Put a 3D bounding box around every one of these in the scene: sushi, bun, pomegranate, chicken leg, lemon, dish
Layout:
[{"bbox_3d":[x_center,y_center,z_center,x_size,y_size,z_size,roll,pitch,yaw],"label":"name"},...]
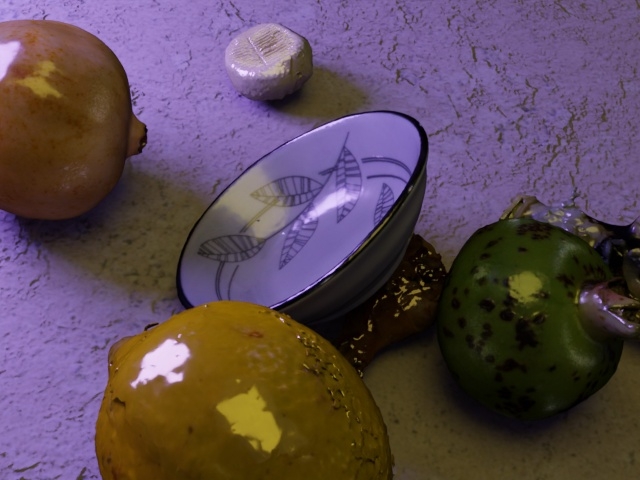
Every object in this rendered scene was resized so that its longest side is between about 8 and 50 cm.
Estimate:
[{"bbox_3d":[0.333,0.012,1.509,0.291,0.131,0.139,15,48,33],"label":"sushi"},{"bbox_3d":[-0.063,-0.217,1.679,0.115,0.069,0.115,-10,45,10],"label":"bun"},{"bbox_3d":[-0.312,-0.132,1.489,0.233,0.233,0.233,4,52,-5],"label":"pomegranate"},{"bbox_3d":[0.053,0.091,1.451,0.107,0.087,0.251,18,54,35],"label":"chicken leg"},{"bbox_3d":[0.236,0.077,1.386,0.211,0.263,0.211,13,70,-41],"label":"pomegranate"},{"bbox_3d":[-0.075,0.188,1.235,0.310,0.258,0.258,41,58,20],"label":"lemon"},{"bbox_3d":[0.000,0.000,1.439,0.316,0.106,0.316,-27,29,17],"label":"dish"}]
